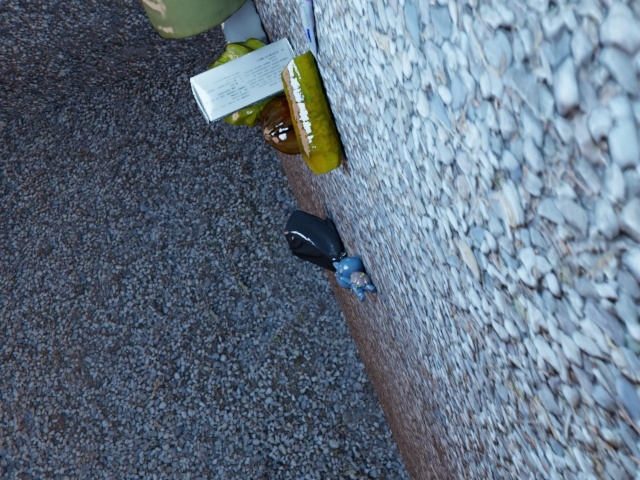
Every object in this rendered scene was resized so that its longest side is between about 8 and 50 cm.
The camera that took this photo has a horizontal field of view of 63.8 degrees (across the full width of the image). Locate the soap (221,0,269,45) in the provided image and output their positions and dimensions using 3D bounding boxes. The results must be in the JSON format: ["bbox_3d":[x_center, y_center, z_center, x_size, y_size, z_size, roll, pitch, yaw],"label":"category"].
[{"bbox_3d":[-0.316,-0.855,1.995,0.258,0.158,0.302,-113,2,-61],"label":"soap"}]

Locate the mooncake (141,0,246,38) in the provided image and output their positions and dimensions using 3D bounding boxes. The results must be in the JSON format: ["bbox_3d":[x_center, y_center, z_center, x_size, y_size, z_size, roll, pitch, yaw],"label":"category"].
[{"bbox_3d":[-0.442,-0.913,1.776,0.246,0.393,0.394,72,173,-52],"label":"mooncake"}]

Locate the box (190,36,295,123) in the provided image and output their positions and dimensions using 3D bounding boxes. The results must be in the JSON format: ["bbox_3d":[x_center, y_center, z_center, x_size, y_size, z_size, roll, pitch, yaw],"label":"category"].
[{"bbox_3d":[-0.236,-0.491,1.609,0.173,0.332,0.145,-131,16,-76],"label":"box"}]

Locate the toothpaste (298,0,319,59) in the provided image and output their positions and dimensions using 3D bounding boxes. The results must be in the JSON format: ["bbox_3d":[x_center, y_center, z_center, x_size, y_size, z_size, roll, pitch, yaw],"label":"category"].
[{"bbox_3d":[-0.025,-0.482,1.156,0.045,0.028,0.170,59,173,26],"label":"toothpaste"}]

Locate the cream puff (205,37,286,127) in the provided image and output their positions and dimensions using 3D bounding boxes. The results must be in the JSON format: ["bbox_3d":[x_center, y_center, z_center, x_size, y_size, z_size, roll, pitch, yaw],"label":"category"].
[{"bbox_3d":[-0.227,-0.557,1.811,0.269,0.323,0.274,39,130,24],"label":"cream puff"}]

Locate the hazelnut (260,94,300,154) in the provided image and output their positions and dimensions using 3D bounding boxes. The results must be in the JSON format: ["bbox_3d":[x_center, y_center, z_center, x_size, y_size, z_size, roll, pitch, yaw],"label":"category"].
[{"bbox_3d":[-0.115,-0.382,1.715,0.178,0.177,0.204,-164,53,-84],"label":"hazelnut"}]

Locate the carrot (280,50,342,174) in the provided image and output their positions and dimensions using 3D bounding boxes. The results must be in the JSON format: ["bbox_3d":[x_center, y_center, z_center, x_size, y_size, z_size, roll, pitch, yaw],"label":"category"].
[{"bbox_3d":[-0.025,-0.325,1.331,0.114,0.114,0.302,-127,18,-73],"label":"carrot"}]

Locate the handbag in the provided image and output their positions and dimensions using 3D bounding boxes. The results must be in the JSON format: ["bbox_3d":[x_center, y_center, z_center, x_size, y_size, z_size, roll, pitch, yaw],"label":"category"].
[{"bbox_3d":[0.000,-0.003,2.180,0.302,0.274,0.178,81,-148,-74],"label":"handbag"}]

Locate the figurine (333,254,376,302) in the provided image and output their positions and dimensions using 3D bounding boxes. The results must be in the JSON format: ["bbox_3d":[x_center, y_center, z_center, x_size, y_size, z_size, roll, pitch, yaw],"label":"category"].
[{"bbox_3d":[0.119,0.142,1.745,0.178,0.114,0.145,52,166,44],"label":"figurine"}]
